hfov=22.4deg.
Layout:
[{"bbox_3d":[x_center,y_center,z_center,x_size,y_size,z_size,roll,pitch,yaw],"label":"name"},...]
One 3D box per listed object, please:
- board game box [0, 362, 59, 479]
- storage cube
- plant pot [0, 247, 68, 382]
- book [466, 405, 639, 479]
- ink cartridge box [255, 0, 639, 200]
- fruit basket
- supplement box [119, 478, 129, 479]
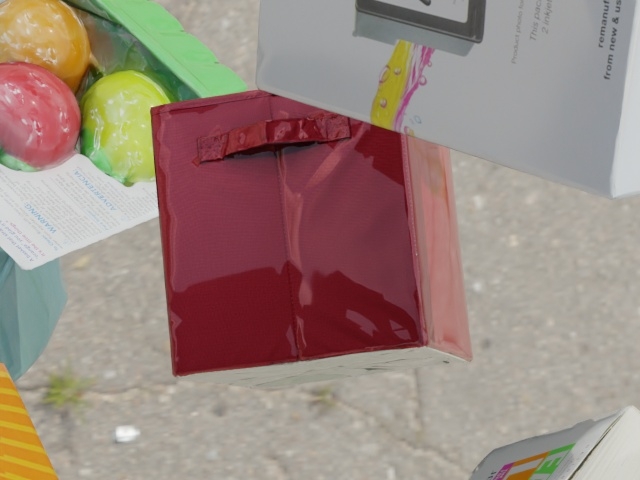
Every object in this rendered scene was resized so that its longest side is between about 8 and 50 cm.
[{"bbox_3d":[-0.345,0.148,0.582,0.356,0.356,0.356,12,33,-44],"label":"board game box"},{"bbox_3d":[0.000,0.000,1.172,0.215,0.183,0.193,30,54,-73],"label":"storage cube"},{"bbox_3d":[-0.402,0.068,1.862,0.234,0.165,0.166,-88,172,-61],"label":"plant pot"},{"bbox_3d":[0.072,0.114,0.613,0.035,0.144,0.096,39,70,-2],"label":"book"},{"bbox_3d":[0.127,-0.158,0.904,0.198,0.270,0.197,-10,112,-42],"label":"ink cartridge box"},{"bbox_3d":[-0.258,-0.121,1.521,0.327,0.165,0.353,43,42,16],"label":"fruit basket"},{"bbox_3d":[-0.314,0.318,1.679,0.239,0.130,0.073,-7,66,-16],"label":"supplement box"}]
